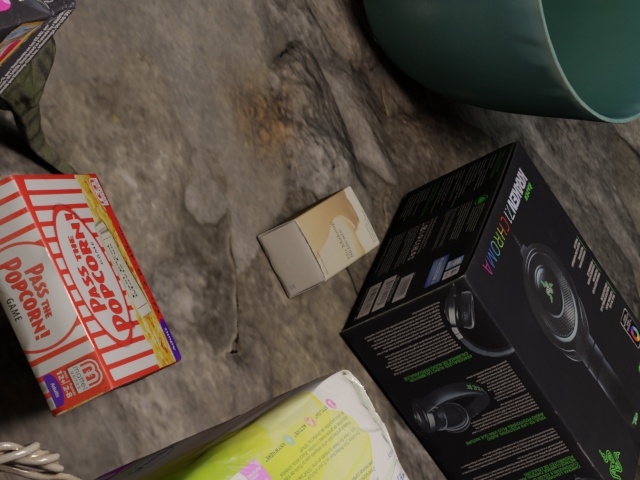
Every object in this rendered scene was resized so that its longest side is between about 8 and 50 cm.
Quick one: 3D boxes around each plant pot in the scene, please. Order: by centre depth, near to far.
[{"bbox_3d":[0.183,-0.258,1.884,0.293,0.235,0.293,-3,94,-52],"label":"plant pot"}]

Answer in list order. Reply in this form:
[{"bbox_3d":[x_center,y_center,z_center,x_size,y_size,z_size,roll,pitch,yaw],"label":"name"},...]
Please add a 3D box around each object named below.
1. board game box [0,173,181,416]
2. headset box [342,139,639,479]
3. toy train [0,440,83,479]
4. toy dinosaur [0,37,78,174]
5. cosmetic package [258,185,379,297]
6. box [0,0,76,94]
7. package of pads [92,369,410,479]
[{"bbox_3d":[-0.160,0.031,1.278,0.147,0.045,0.193,64,9,1],"label":"board game box"},{"bbox_3d":[0.175,0.101,1.741,0.283,0.131,0.246,55,31,-17],"label":"headset box"},{"bbox_3d":[-0.244,0.073,1.128,0.248,0.105,0.143,20,37,-51],"label":"toy train"},{"bbox_3d":[-0.205,-0.128,1.317,0.268,0.064,0.118,69,11,-66],"label":"toy dinosaur"},{"bbox_3d":[0.000,0.000,1.628,0.060,0.041,0.115,62,29,-4],"label":"cosmetic package"},{"bbox_3d":[-0.295,-0.161,1.103,0.247,0.163,0.142,49,28,5],"label":"box"},{"bbox_3d":[-0.097,0.189,1.126,0.101,0.229,0.296,62,28,-4],"label":"package of pads"}]
